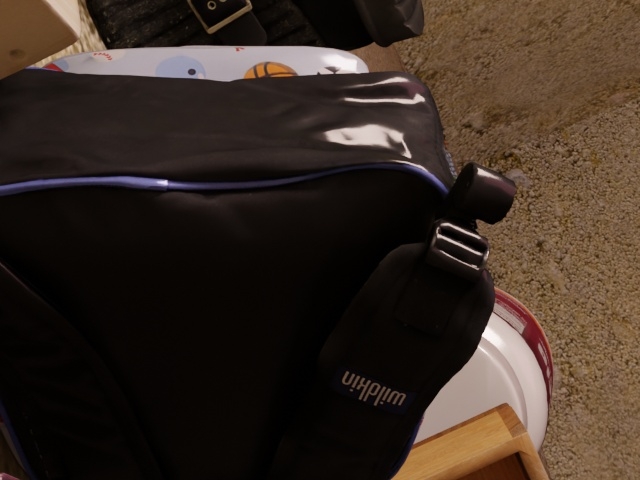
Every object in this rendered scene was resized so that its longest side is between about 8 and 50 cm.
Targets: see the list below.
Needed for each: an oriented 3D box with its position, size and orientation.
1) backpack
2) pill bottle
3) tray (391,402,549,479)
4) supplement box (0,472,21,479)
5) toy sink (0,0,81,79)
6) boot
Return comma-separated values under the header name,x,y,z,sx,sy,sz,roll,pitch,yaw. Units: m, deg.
name,x,y,z,sx,sy,sz,roll,pitch,yaw
backpack,-0.060,0.033,0.587,0.213,0.277,0.263,-90,-178,-54
pill bottle,0.134,0.163,1.195,0.392,0.224,0.224,-7,76,-76
tray,0.158,0.367,0.989,0.076,0.203,0.410,-111,176,-74
supplement box,-0.124,0.190,0.377,0.081,0.104,0.188,50,22,-54
toy sink,-0.214,-0.178,0.515,0.131,0.153,0.234,48,23,-56
boot,-0.089,-0.277,0.939,0.347,0.260,0.131,67,23,-17
